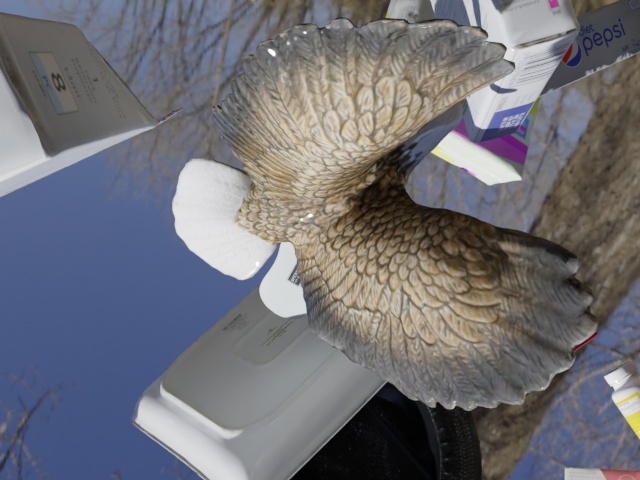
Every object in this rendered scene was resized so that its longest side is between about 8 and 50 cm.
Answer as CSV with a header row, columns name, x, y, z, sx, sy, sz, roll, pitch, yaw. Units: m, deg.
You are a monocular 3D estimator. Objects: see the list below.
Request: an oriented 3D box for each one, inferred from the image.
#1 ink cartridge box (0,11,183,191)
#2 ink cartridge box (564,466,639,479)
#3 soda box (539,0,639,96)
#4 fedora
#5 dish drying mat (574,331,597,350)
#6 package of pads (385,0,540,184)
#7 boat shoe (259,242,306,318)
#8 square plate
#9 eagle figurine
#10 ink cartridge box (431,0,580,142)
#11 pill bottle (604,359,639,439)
name,x,y,z,sx,sy,sz,roll,pitch,yaw
ink cartridge box,-0.282,-0.060,0.643,0.308,0.091,0.385,-23,-169,7
ink cartridge box,0.426,0.439,1.306,0.115,0.198,0.067,-5,165,26
soda box,0.391,-0.298,1.386,0.286,0.091,0.098,-25,-173,-26
fedora,0.061,0.264,1.038,0.334,0.334,0.152,34,178,39
dish drying mat,0.328,0.147,1.165,0.008,0.083,0.032,57,176,14
package of pads,0.220,-0.251,1.400,0.296,0.229,0.101,24,164,-30
boat shoe,0.000,0.000,0.890,0.077,0.219,0.070,35,-128,-5
square plate,-0.045,0.127,1.039,0.347,0.049,0.344,-41,-155,-21
eagle figurine,0.029,-0.036,0.598,0.226,0.225,0.298,17,-169,-14
ink cartridge box,0.149,-0.292,0.874,0.071,0.330,0.324,-14,173,3
pill bottle,0.464,0.234,1.278,0.065,0.065,0.116,-14,-112,-52
